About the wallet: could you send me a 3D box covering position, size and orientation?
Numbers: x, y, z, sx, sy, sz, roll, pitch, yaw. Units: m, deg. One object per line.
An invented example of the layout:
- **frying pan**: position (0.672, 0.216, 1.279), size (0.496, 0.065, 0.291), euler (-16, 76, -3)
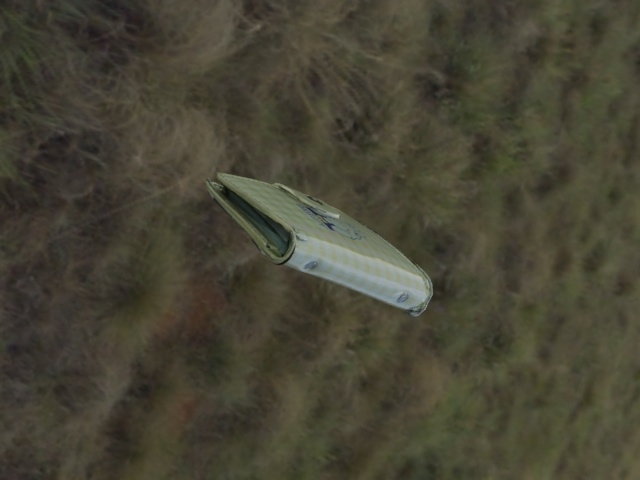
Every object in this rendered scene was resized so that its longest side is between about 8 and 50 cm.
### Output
- **wallet**: position (0.000, 0.000, 1.359), size (0.309, 0.223, 0.077), euler (23, 107, -47)
